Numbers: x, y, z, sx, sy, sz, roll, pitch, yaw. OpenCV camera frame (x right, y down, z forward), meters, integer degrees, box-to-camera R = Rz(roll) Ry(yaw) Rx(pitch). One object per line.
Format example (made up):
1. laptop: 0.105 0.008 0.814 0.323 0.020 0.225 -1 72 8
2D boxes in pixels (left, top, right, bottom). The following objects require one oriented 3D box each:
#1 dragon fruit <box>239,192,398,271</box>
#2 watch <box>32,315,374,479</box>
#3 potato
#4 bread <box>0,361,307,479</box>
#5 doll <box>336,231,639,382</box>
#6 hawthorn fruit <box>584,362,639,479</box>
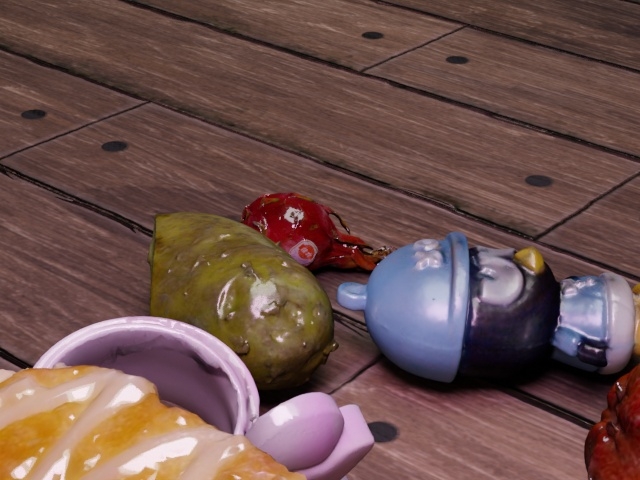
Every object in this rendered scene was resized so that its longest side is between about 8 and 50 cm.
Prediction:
1. dragon fruit: 0.000 0.000 1.687 0.190 0.094 0.094 15 29 3
2. watch: -0.115 0.157 1.205 0.248 0.211 0.217 -24 59 -26
3. potato: -0.099 0.059 1.515 0.176 0.141 0.298 -1 17 -32
4. bread: -0.190 0.293 0.864 0.371 0.279 0.390 24 47 36
5. doll: 0.172 0.067 1.497 0.314 0.141 0.177 3 24 -2
6. hawthorn fruit: 0.326 0.180 1.247 0.202 0.185 0.185 19 29 1
